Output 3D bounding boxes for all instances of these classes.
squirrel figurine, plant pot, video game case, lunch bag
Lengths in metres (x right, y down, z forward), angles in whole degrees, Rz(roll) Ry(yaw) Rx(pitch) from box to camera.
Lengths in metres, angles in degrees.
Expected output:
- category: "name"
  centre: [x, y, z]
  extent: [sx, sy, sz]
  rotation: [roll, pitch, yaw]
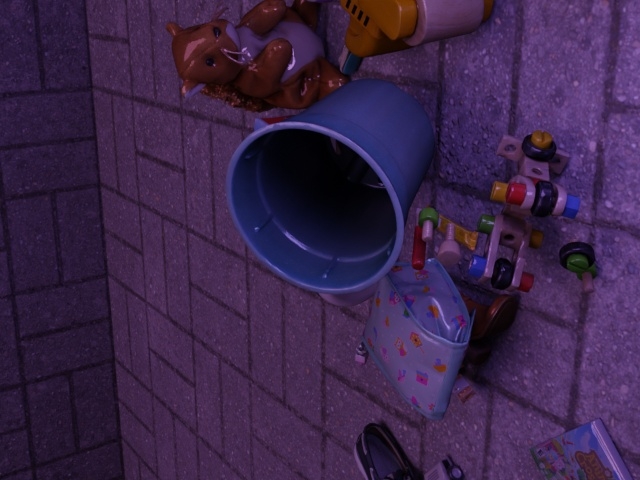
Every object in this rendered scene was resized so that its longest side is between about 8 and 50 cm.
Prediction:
- category: "squirrel figurine"
  centre: [-0.200, -0.419, 1.954]
  extent: [0.397, 0.370, 0.281]
  rotation: [-20, 84, 56]
- category: "plant pot"
  centre: [0.048, -0.131, 1.535]
  extent: [0.340, 0.334, 0.341]
  rotation: [13, 126, 19]
- category: "video game case"
  centre: [0.502, 0.461, 1.516]
  extent: [0.193, 0.023, 0.213]
  rotation: [-48, 61, 50]
- category: "lunch bag"
  centre: [0.209, 0.199, 1.634]
  extent: [0.262, 0.160, 0.224]
  rotation: [-121, 33, -46]

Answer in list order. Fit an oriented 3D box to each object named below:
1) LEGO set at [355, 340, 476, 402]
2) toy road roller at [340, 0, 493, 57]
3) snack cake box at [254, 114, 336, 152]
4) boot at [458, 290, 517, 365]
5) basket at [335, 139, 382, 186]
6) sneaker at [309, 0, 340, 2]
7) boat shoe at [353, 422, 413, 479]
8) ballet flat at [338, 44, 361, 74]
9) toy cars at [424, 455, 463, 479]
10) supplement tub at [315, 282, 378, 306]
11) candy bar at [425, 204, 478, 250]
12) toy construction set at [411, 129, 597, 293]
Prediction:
- category: "LEGO set"
  centre: [0.224, 0.279, 1.799]
  extent: [0.286, 0.132, 0.107]
  rotation: [21, 137, 26]
- category: "toy road roller"
  centre: [0.160, -0.448, 1.588]
  extent: [0.330, 0.202, 0.241]
  rotation: [55, 152, 38]
- category: "snack cake box"
  centre: [-0.032, -0.218, 1.969]
  extent: [0.264, 0.152, 0.089]
  rotation: [39, 130, 44]
- category: "boot"
  centre: [0.309, 0.142, 1.659]
  extent: [0.152, 0.072, 0.197]
  rotation: [56, 138, 36]
- category: "basket"
  centre: [0.105, -0.192, 1.786]
  extent: [0.204, 0.154, 0.227]
  rotation: [-131, 37, -55]
- category: "sneaker"
  centre: [-0.030, -0.679, 1.817]
  extent: [0.102, 0.161, 0.282]
  rotation: [-3, 96, 57]
- category: "boat shoe"
  centre: [0.169, 0.576, 1.946]
  extent: [0.302, 0.114, 0.091]
  rotation: [52, 142, 38]
- category: "ballet flat"
  centre: [0.079, -0.446, 1.826]
  extent: [0.168, 0.057, 0.052]
  rotation: [-54, 47, 48]
- category: "toy cars"
  centre: [0.297, 0.691, 1.831]
  extent: [0.176, 0.087, 0.394]
  rotation: [5, 104, 55]
- category: "supplement tub"
  centre: [0.000, 0.000, 1.923]
  extent: [0.316, 0.228, 0.229]
  rotation: [29, 123, 49]
- category: "candy bar"
  centre: [0.270, -0.030, 1.707]
  extent: [0.161, 0.018, 0.040]
  rotation: [36, 125, 45]
- category: "toy construction set"
  centre: [0.316, -0.063, 1.432]
  extent: [0.258, 0.308, 0.237]
  rotation: [69, -157, -44]
